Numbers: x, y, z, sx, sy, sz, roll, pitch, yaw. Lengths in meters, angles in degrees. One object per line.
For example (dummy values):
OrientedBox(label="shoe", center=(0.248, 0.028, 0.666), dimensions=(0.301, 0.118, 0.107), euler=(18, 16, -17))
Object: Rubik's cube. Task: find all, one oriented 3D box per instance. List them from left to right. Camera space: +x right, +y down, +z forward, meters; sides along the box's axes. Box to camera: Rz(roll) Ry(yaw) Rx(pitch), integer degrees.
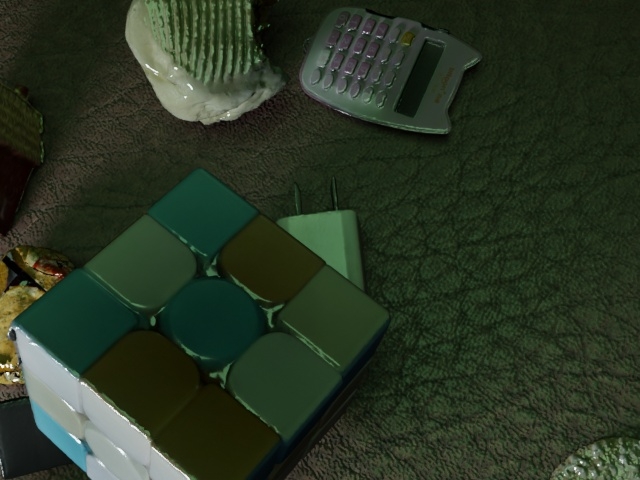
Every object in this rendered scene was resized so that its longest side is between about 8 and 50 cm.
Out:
OrientedBox(label="Rubik's cube", center=(-0.161, 0.180, 1.235), dimensions=(0.346, 0.347, 0.344), euler=(39, 60, 12))

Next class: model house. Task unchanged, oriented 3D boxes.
OrientedBox(label="model house", center=(-0.565, -0.161, 1.489), dimensions=(0.160, 0.196, 0.254), euler=(18, 80, 12))

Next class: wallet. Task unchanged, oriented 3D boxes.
OrientedBox(label="wallet", center=(-0.369, 0.280, 1.390), dimensions=(0.244, 0.025, 0.124), euler=(-11, 103, -20))

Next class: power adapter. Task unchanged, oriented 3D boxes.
OrientedBox(label="power adapter", center=(0.000, 0.000, 1.418), dimensions=(0.130, 0.125, 0.205), euler=(-6, 76, 7))

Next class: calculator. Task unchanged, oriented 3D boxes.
OrientedBox(label="calculator", center=(0.106, -0.284, 1.514), dimensions=(0.294, 0.043, 0.194), euler=(22, 82, 15))

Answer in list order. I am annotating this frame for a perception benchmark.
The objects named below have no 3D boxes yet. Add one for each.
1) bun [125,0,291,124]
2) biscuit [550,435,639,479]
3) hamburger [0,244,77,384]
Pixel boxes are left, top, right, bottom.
OrientedBox(label="bun", center=(-0.180, -0.324, 1.476), dimensions=(0.281, 0.205, 0.282), euler=(1, 82, -7))
OrientedBox(label="biscuit", center=(0.391, 0.404, 1.330), dimensions=(0.133, 0.032, 0.250), euler=(10, 80, 10))
OrientedBox(label="hamburger", center=(-0.459, 0.120, 1.438), dimensions=(0.231, 0.107, 0.231), euler=(-10, 60, 18))
